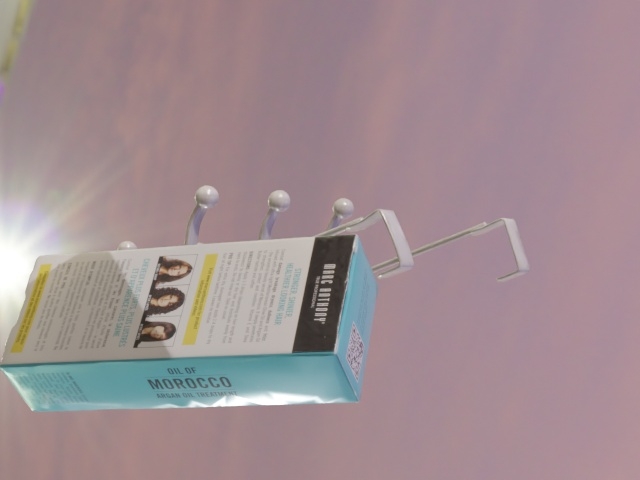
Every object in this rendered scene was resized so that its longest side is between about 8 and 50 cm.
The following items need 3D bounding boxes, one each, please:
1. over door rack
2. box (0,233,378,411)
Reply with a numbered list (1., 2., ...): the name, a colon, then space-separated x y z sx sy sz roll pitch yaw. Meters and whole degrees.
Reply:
1. over door rack: 0.000 0.000 1.389 0.324 0.239 0.108 -8 -96 35
2. box: -0.089 0.058 1.014 0.060 0.244 0.101 66 27 -46
